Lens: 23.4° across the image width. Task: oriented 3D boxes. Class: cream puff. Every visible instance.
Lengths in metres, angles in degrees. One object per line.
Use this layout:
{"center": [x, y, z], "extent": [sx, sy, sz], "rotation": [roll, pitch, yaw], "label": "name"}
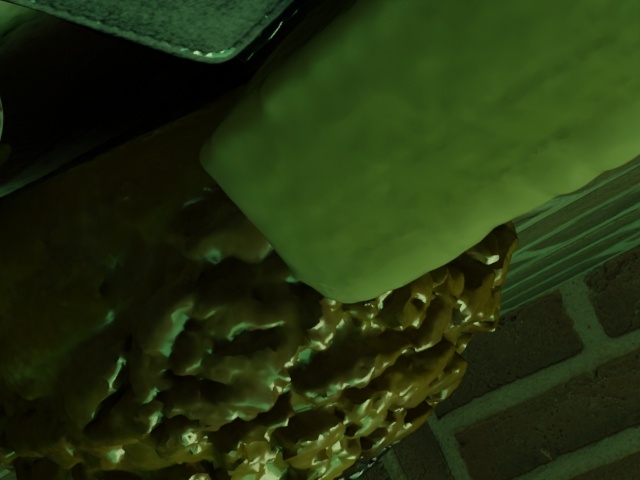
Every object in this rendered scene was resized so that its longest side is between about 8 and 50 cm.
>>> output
{"center": [-0.037, 0.030, 0.867], "extent": [0.343, 0.231, 0.327], "rotation": [-25, -175, 0], "label": "cream puff"}

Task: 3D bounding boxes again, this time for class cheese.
{"center": [0.101, -0.117, 0.632], "extent": [0.265, 0.124, 0.242], "rotation": [-34, -161, 51], "label": "cheese"}

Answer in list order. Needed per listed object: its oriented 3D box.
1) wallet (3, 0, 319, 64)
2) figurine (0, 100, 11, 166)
{"center": [-0.033, -0.142, 0.490], "extent": [0.167, 0.036, 0.222], "rotation": [14, 139, -40], "label": "wallet"}
{"center": [-0.203, -0.027, 0.699], "extent": [0.178, 0.109, 0.129], "rotation": [-37, 154, -51], "label": "figurine"}
